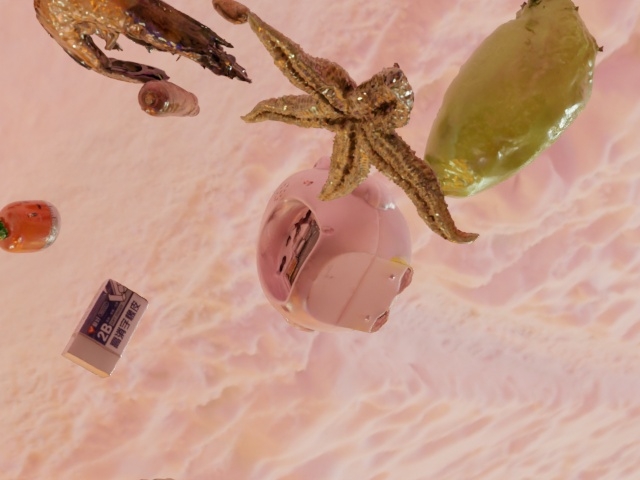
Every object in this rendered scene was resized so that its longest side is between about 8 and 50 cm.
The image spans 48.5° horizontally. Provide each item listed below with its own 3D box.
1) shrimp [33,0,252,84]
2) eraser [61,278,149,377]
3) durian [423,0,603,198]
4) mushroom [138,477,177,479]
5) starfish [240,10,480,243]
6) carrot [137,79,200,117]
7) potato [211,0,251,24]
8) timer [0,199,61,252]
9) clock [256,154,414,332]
[{"bbox_3d":[-0.351,-0.385,1.417,0.445,0.085,0.272,19,147,-13],"label":"shrimp"},{"bbox_3d":[-0.520,0.212,1.725,0.124,0.210,0.068,37,144,-24],"label":"eraser"},{"bbox_3d":[0.305,-0.213,1.174,0.340,0.204,0.256,-53,174,-18],"label":"durian"},{"bbox_3d":[-0.051,0.300,0.597,0.177,0.397,0.126,5,91,-41],"label":"mushroom"},{"bbox_3d":[0.019,-0.141,0.827,0.078,0.358,0.347,-52,141,-13],"label":"starfish"},{"bbox_3d":[-0.240,-0.230,1.178,0.059,0.059,0.248,-37,-179,10],"label":"carrot"},{"bbox_3d":[-0.181,-0.467,1.452,0.046,0.092,0.045,-70,170,23],"label":"potato"},{"bbox_3d":[-0.567,-0.027,1.341,0.136,0.099,0.136,-20,156,-9],"label":"timer"},{"bbox_3d":[0.000,0.000,1.517,0.250,0.377,0.368,14,116,-29],"label":"clock"}]
